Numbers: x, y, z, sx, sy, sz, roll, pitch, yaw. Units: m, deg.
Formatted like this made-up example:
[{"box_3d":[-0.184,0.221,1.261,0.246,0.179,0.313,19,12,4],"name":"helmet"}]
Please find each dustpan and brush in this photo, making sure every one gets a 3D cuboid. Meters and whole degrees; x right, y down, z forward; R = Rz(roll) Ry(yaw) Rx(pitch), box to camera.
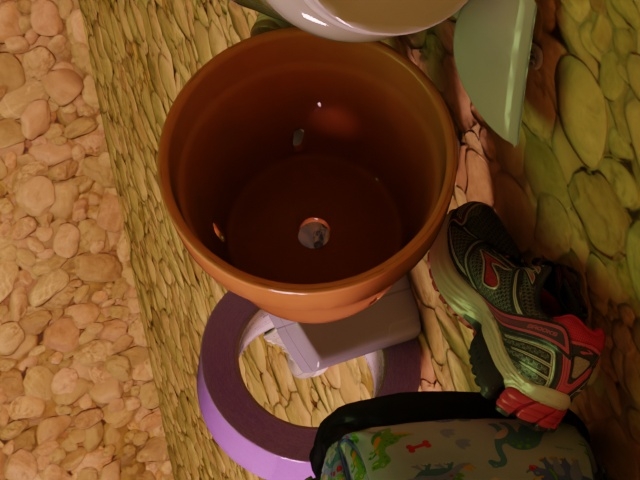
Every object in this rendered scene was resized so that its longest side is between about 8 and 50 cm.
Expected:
[{"box_3d":[0.157,-0.193,1.534,0.211,0.060,0.147,41,134,50],"name":"dustpan and brush"}]

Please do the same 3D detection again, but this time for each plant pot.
[{"box_3d":[-0.008,-0.043,1.662,0.203,0.290,0.291,83,164,-66],"name":"plant pot"}]

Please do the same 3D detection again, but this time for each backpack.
[{"box_3d":[0.145,0.302,1.481,0.273,0.290,0.356,100,170,-54],"name":"backpack"}]

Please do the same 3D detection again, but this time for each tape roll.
[{"box_3d":[-0.016,0.165,2.042,0.090,0.274,0.275,103,146,-61],"name":"tape roll"}]

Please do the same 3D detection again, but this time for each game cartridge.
[{"box_3d":[0.000,0.000,1.968,0.062,0.198,0.297,-21,86,47],"name":"game cartridge"}]

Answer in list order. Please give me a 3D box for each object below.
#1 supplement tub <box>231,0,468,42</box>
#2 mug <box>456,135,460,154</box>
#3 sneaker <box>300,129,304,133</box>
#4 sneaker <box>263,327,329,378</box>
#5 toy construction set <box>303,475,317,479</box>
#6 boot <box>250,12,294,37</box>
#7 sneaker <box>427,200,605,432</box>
[{"box_3d":[0.009,-0.317,1.548,0.331,0.241,0.241,-144,40,-64],"name":"supplement tub"},{"box_3d":[0.123,-0.085,1.733,0.078,0.062,0.064,57,149,31],"name":"mug"},{"box_3d":[0.042,-0.119,1.887,0.153,0.099,0.282,173,76,-76],"name":"sneaker"},{"box_3d":[-0.048,0.120,2.381,0.262,0.121,0.099,95,154,-51],"name":"sneaker"},{"box_3d":[0.089,0.340,1.922,0.237,0.257,0.309,62,-164,-10],"name":"toy construction set"},{"box_3d":[0.031,-0.244,1.806,0.077,0.213,0.165,-15,52,51],"name":"boot"},{"box_3d":[0.195,0.053,1.567,0.112,0.121,0.299,-56,30,23],"name":"sneaker"}]
